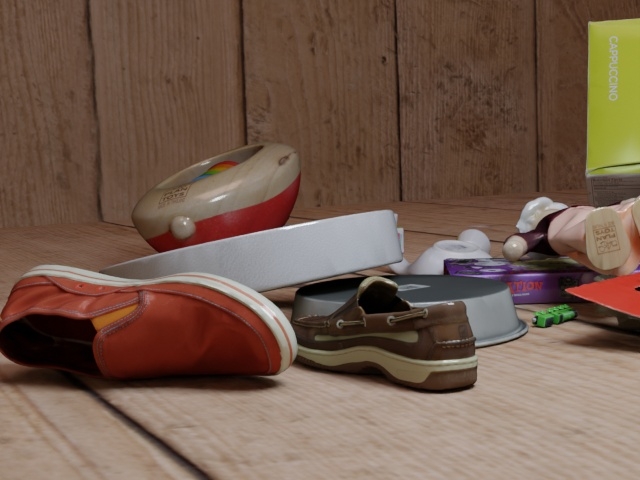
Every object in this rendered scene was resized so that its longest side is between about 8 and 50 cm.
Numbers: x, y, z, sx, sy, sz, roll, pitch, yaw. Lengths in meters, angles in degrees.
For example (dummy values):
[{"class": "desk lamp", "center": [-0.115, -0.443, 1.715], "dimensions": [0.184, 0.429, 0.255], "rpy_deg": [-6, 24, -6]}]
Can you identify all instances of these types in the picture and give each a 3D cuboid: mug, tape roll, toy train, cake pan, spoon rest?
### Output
[{"class": "mug", "center": [0.251, 0.025, 2.013], "dimensions": [0.062, 0.078, 0.064], "rpy_deg": [31, 20, 6]}, {"class": "tape roll", "center": [-0.089, 0.034, 1.512], "dimensions": [0.392, 0.072, 0.392], "rpy_deg": [-12, -1, 0]}, {"class": "toy train", "center": [0.283, 0.091, 1.420], "dimensions": [0.023, 0.017, 0.083], "rpy_deg": [15, 15, 40]}, {"class": "cake pan", "center": [0.098, 0.082, 1.398], "dimensions": [0.293, 0.054, 0.293], "rpy_deg": [-2, 5, 0]}, {"class": "spoon rest", "center": [0.178, 0.030, 1.905], "dimensions": [0.137, 0.084, 0.276], "rpy_deg": [-7, 20, -31]}]

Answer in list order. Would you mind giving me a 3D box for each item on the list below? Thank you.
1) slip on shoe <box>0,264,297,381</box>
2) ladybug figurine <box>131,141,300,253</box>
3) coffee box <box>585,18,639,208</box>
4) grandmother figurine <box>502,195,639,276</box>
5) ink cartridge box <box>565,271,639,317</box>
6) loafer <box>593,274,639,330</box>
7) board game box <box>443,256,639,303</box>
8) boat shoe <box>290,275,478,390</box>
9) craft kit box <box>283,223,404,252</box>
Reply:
[{"class": "slip on shoe", "center": [-0.178, 0.096, 1.168], "dimensions": [0.331, 0.123, 0.101], "rpy_deg": [5, 40, 22]}, {"class": "ladybug figurine", "center": [-0.180, -0.061, 2.190], "dimensions": [0.305, 0.162, 0.449], "rpy_deg": [-14, 13, 21]}, {"class": "coffee box", "center": [0.702, -0.220, 2.336], "dimensions": [0.338, 0.338, 0.334], "rpy_deg": [0, -21, 16]}, {"class": "grandmother figurine", "center": [0.335, -0.008, 1.549], "dimensions": [0.207, 0.104, 0.342], "rpy_deg": [-7, 2, -5]}, {"class": "ink cartridge box", "center": [0.504, 0.040, 1.242], "dimensions": [0.385, 0.091, 0.308], "rpy_deg": [15, 16, 41]}, {"class": "loafer", "center": [0.368, 0.081, 1.335], "dimensions": [0.056, 0.050, 0.148], "rpy_deg": [-6, 21, -31]}, {"class": "board game box", "center": [0.351, 0.052, 1.667], "dimensions": [0.346, 0.056, 0.208], "rpy_deg": [-2, 9, 3]}, {"class": "boat shoe", "center": [0.059, 0.082, 1.175], "dimensions": [0.095, 0.095, 0.257], "rpy_deg": [-7, 7, -40]}, {"class": "craft kit box", "center": [0.000, 0.000, 2.330], "dimensions": [0.249, 0.061, 0.246], "rpy_deg": [-5, 3, -23]}]
